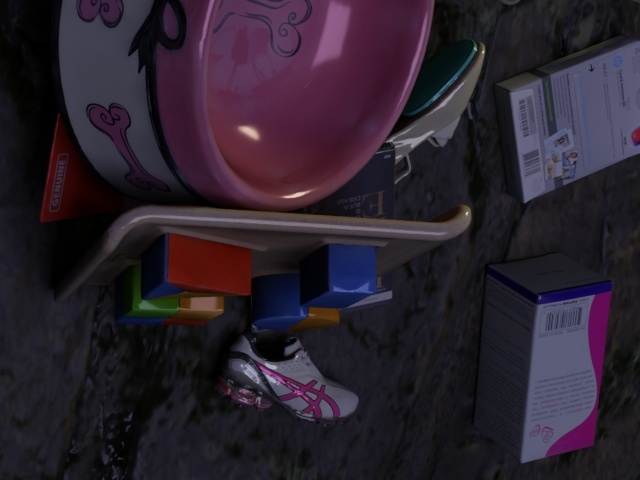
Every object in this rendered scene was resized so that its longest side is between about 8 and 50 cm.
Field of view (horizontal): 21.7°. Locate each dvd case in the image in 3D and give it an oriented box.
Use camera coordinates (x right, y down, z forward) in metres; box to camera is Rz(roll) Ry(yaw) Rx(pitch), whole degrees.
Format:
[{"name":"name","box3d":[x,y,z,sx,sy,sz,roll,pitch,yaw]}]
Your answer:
[{"name":"dvd case","box3d":[0.000,0.000,1.796,0.164,0.018,0.221,-11,132,-12]}]

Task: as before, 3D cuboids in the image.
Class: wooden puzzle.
[{"name":"wooden puzzle","box3d":[-0.065,0.035,1.620,0.347,0.322,0.081,-2,79,-18]}]

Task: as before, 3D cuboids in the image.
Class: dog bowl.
[{"name":"dog bowl","box3d":[-0.049,-0.205,1.541,0.408,0.150,0.408,-30,131,-42]}]

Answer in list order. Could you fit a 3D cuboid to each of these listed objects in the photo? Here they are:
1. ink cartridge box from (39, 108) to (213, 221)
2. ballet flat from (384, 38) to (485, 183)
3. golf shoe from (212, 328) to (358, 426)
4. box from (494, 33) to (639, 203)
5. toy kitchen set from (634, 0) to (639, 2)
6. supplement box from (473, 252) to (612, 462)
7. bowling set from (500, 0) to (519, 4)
[{"name":"ink cartridge box","box3d":[-0.149,-0.147,1.623,0.239,0.060,0.275,-12,119,-55]},{"name":"ballet flat","box3d":[0.091,-0.117,1.817,0.248,0.086,0.086,-38,125,0]},{"name":"golf shoe","box3d":[-0.026,0.154,1.869,0.186,0.067,0.086,17,102,-35]},{"name":"box","box3d":[0.296,-0.143,1.949,0.186,0.038,0.145,-23,120,-19]},{"name":"toy kitchen set","box3d":[0.387,-0.313,1.935,0.083,0.075,0.068,-33,139,-64]},{"name":"supplement box","box3d":[0.265,0.140,2.005,0.111,0.114,0.220,-9,113,-28]},{"name":"bowling set","box3d":[0.210,-0.400,1.752,0.154,0.200,0.287,8,107,12]}]
